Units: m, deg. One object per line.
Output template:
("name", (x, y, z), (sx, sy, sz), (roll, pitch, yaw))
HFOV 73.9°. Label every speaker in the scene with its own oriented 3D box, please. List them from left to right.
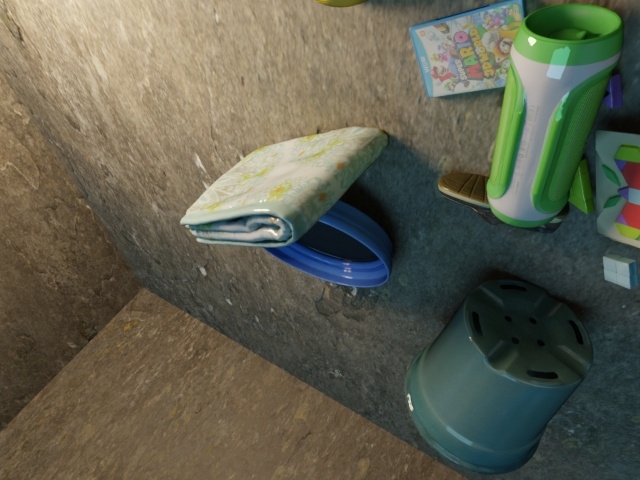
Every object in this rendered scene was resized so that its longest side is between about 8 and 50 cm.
("speaker", (0.316, -0.157, 0.604), (0.131, 0.131, 0.297), (19, 145, 27))

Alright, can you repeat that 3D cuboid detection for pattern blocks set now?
("pattern blocks set", (0.437, -0.062, 0.566), (0.285, 0.026, 0.325), (-153, 41, -77))

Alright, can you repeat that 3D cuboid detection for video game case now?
("video game case", (0.226, -0.284, 0.643), (0.166, 0.015, 0.119), (6, 137, 40))

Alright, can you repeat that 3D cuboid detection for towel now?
("towel", (-0.088, -0.117, 0.879), (0.374, 0.321, 0.090), (2, 132, 44))

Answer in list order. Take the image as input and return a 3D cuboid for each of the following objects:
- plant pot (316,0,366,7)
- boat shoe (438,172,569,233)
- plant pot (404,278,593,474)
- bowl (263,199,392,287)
("plant pot", (0.022, -0.399, 0.618), (0.134, 0.095, 0.134), (25, 147, 18))
("boat shoe", (0.321, -0.062, 0.774), (0.223, 0.080, 0.074), (17, 138, 22))
("plant pot", (0.391, 0.284, 0.950), (0.341, 0.341, 0.334), (25, 138, 19))
("bowl", (0.000, 0.000, 1.088), (0.390, 0.077, 0.391), (20, 158, 8))
